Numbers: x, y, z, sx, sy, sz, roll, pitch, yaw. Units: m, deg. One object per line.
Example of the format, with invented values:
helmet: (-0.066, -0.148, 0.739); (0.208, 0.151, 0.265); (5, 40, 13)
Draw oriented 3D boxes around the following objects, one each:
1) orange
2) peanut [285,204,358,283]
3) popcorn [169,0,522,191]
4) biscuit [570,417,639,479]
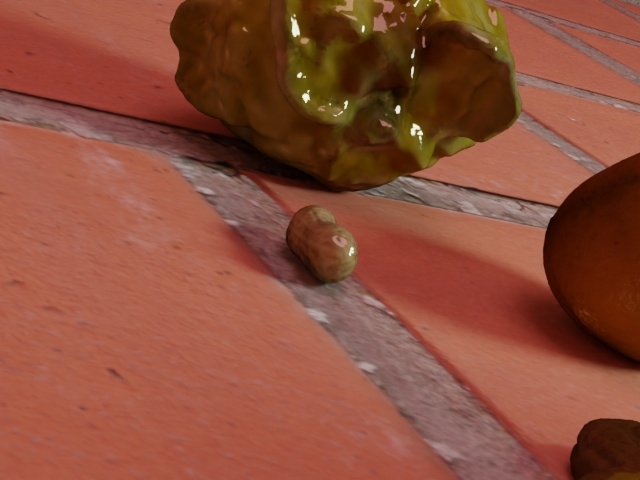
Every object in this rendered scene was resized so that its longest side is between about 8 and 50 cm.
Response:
orange: (0.217, 0.007, 0.968); (0.156, 0.134, 0.156); (-22, 6, 2)
peanut: (0.000, 0.000, 0.907); (0.037, 0.037, 0.083); (14, 21, -22)
popcorn: (0.021, -0.131, 1.080); (0.235, 0.181, 0.217); (6, 23, -33)
biscuit: (0.205, 0.155, 0.674); (0.208, 0.041, 0.290); (13, 19, -22)
